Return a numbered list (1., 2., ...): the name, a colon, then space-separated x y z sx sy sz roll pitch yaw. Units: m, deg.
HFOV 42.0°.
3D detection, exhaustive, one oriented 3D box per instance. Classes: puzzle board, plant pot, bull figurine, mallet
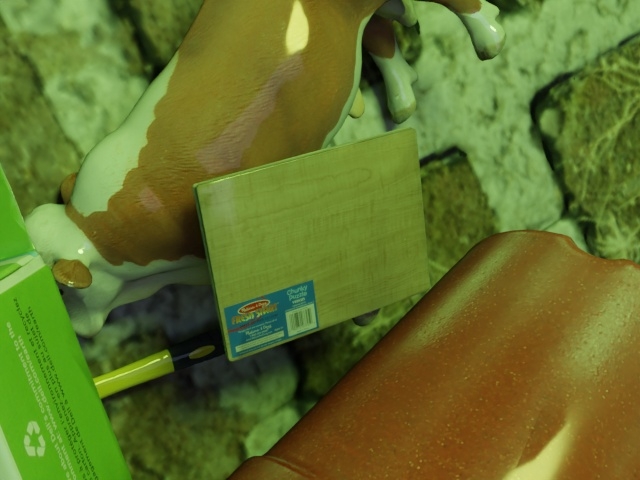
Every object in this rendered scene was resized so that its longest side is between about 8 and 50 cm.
1. puzzle board: 0.000 0.000 0.441 0.128 0.011 0.096 -17 113 -24
2. plant pot: 0.094 0.154 0.473 0.265 0.272 0.272 -47 111 -23
3. bull figurine: -0.028 -0.063 0.475 0.188 0.101 0.310 29 88 -31
4. mallet: -0.098 0.065 0.491 0.189 0.039 0.062 -27 108 -24

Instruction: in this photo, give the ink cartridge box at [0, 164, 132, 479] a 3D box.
1. ink cartridge box: -0.221 0.040 0.358 0.188 0.097 0.255 -16 102 7
